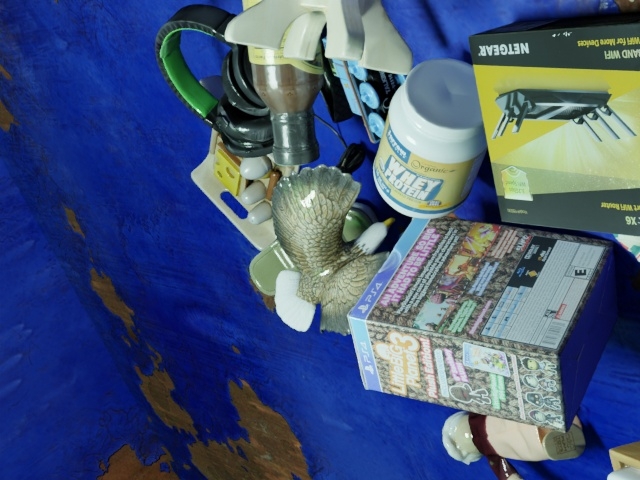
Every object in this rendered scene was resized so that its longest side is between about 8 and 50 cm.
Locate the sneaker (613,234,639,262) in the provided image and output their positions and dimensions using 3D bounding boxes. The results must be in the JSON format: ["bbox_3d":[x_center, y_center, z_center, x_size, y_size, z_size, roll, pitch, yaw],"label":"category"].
[{"bbox_3d":[0.394,-0.038,1.499,0.075,0.057,0.161,40,153,16],"label":"sneaker"}]

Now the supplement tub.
[{"bbox_3d":[0.155,-0.137,1.678,0.144,0.144,0.199,45,152,19],"label":"supplement tub"}]

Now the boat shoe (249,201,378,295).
[{"bbox_3d":[0.000,0.000,2.143,0.302,0.103,0.113,-25,94,45],"label":"boat shoe"}]

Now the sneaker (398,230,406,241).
[{"bbox_3d":[0.146,0.066,2.000,0.058,0.085,0.152,12,131,54],"label":"sneaker"}]

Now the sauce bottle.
[{"bbox_3d":[-0.052,-0.282,1.803,0.111,0.111,0.344,20,123,49],"label":"sauce bottle"}]

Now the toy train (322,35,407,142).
[{"bbox_3d":[0.074,-0.228,1.789,0.105,0.080,0.184,31,148,55],"label":"toy train"}]

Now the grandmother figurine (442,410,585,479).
[{"bbox_3d":[0.305,0.319,2.033,0.342,0.104,0.207,155,108,-66],"label":"grandmother figurine"}]

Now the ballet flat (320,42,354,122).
[{"bbox_3d":[-0.003,-0.260,1.902,0.173,0.049,0.057,54,153,0],"label":"ballet flat"}]

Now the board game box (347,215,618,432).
[{"bbox_3d":[0.223,0.102,1.656,0.291,0.232,0.141,10,133,28],"label":"board game box"}]

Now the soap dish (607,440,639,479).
[{"bbox_3d":[0.548,0.402,1.693,0.291,0.118,0.228,16,134,52],"label":"soap dish"}]

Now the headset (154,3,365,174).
[{"bbox_3d":[-0.108,-0.213,1.979,0.394,0.185,0.243,31,149,9],"label":"headset"}]

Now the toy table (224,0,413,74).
[{"bbox_3d":[0.012,-0.313,1.596,0.274,0.252,0.160,-140,59,-81],"label":"toy table"}]

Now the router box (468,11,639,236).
[{"bbox_3d":[0.318,-0.135,1.430,0.309,0.081,0.242,8,114,56],"label":"router box"}]

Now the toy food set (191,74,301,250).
[{"bbox_3d":[-0.153,-0.134,2.250,0.220,0.092,0.306,46,152,17],"label":"toy food set"}]

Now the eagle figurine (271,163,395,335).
[{"bbox_3d":[0.027,0.031,1.884,0.226,0.225,0.298,15,171,16],"label":"eagle figurine"}]
